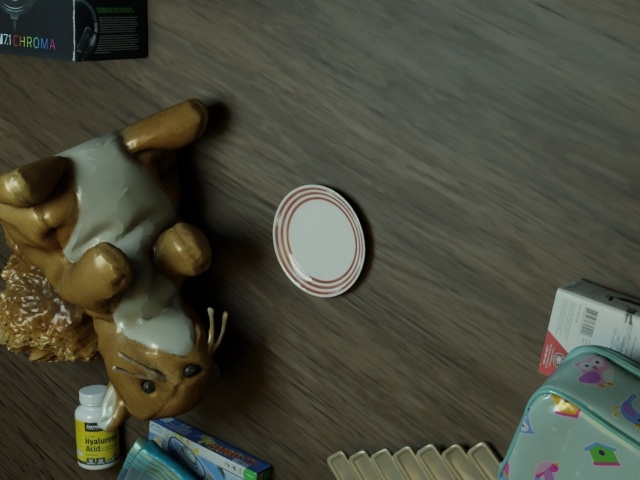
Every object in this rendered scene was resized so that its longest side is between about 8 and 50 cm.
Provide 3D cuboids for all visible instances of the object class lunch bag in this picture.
[{"bbox_3d":[0.293,0.252,1.057,0.224,0.108,0.279,31,139,23],"label":"lunch bag"}]

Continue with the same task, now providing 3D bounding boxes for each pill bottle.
[{"bbox_3d":[-0.336,0.280,1.614,0.065,0.065,0.116,8,105,36],"label":"pill bottle"}]

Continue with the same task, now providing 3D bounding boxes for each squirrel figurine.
[{"bbox_3d":[-0.277,0.058,1.436,0.397,0.281,0.370,-13,103,53],"label":"squirrel figurine"}]

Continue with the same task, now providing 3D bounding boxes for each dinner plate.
[{"bbox_3d":[0.000,0.000,1.323,0.141,0.017,0.141,9,106,37],"label":"dinner plate"}]

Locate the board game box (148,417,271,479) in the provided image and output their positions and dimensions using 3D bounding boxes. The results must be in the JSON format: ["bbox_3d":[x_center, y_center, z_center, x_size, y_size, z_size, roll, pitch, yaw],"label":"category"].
[{"bbox_3d":[-0.162,0.344,1.512,0.201,0.035,0.136,18,111,33],"label":"board game box"}]

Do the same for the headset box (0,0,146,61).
[{"bbox_3d":[-0.363,-0.392,1.440,0.246,0.131,0.283,13,107,34],"label":"headset box"}]

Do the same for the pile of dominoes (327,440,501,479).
[{"bbox_3d":[0.138,0.336,1.296,0.251,0.040,0.196,-12,92,30],"label":"pile of dominoes"}]

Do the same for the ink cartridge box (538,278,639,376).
[{"bbox_3d":[0.302,0.109,1.090,0.135,0.056,0.099,22,113,33],"label":"ink cartridge box"}]

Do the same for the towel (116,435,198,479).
[{"bbox_3d":[-0.165,0.472,1.501,0.370,0.040,0.271,41,128,14],"label":"towel"}]
